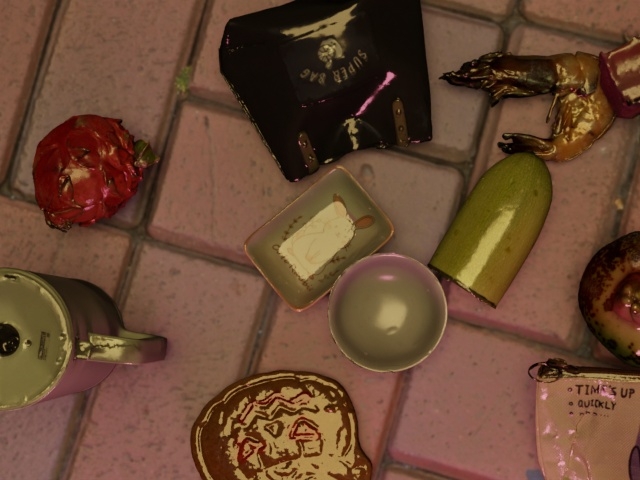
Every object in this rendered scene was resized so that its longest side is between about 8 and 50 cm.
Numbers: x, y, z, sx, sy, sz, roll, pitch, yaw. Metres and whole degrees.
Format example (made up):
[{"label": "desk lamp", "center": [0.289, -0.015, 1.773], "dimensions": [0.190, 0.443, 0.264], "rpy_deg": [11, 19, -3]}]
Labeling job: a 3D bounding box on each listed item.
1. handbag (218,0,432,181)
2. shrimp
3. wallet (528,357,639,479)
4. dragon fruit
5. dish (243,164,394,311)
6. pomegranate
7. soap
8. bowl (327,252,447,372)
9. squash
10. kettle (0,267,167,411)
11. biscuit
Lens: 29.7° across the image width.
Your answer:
[{"label": "handbag", "center": [0.022, -0.260, 1.937], "dimensions": [0.342, 0.152, 0.288], "rpy_deg": [-18, 96, 5]}, {"label": "shrimp", "center": [0.337, -0.213, 1.935], "dimensions": [0.289, 0.075, 0.178], "rpy_deg": [-1, 88, -7]}, {"label": "wallet", "center": [0.475, 0.295, 1.825], "dimensions": [0.335, 0.068, 0.275], "rpy_deg": [2, 119, 5]}, {"label": "dragon fruit", "center": [-0.377, -0.115, 1.948], "dimensions": [0.209, 0.172, 0.172], "rpy_deg": [-38, 82, -12]}, {"label": "dish", "center": [0.000, 0.000, 1.944], "dimensions": [0.212, 0.077, 0.151], "rpy_deg": [-40, 81, 2]}, {"label": "pomegranate", "center": [0.483, 0.088, 1.802], "dimensions": [0.214, 0.248, 0.214], "rpy_deg": [0, 89, 27]}, {"label": "soap", "center": [0.575, -0.286, 1.854], "dimensions": [0.289, 0.182, 0.112], "rpy_deg": [-22, 86, 6]}, {"label": "bowl", "center": [0.102, 0.113, 1.915], "dimensions": [0.189, 0.086, 0.189], "rpy_deg": [0, 89, -1]}, {"label": "squash", "center": [0.281, -0.028, 1.888], "dimensions": [0.132, 0.132, 0.247], "rpy_deg": [30, 90, 8]}, {"label": "kettle", "center": [-0.407, 0.140, 1.855], "dimensions": [0.265, 0.318, 0.205], "rpy_deg": [-24, 83, 3]}, {"label": "biscuit", "center": [-0.067, 0.338, 1.941], "dimensions": [0.273, 0.049, 0.257], "rpy_deg": [-20, 84, 6]}]
